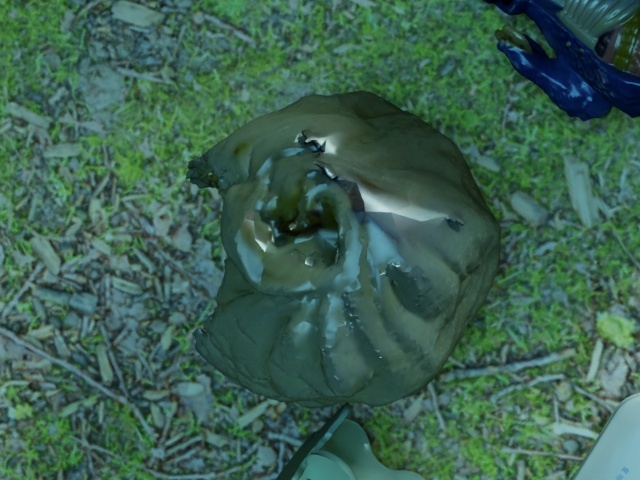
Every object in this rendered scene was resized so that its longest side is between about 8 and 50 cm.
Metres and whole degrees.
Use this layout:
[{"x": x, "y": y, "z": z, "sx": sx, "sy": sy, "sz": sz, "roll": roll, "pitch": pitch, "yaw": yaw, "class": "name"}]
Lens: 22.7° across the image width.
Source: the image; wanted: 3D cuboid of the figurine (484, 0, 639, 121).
[{"x": 0.242, "y": -0.177, "z": 1.303, "sx": 0.262, "sy": 0.120, "sz": 0.164, "roll": 40, "pitch": 139, "yaw": 16, "class": "figurine"}]

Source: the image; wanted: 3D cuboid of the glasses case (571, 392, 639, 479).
[{"x": 0.244, "y": 0.237, "z": 1.349, "sx": 0.092, "sy": 0.059, "sz": 0.233, "roll": 32, "pitch": 101, "yaw": 8, "class": "glasses case"}]

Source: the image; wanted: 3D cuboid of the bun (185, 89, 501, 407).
[{"x": 0.015, "y": 0.003, "z": 1.296, "sx": 0.281, "sy": 0.205, "sz": 0.282, "roll": -1, "pitch": 80, "yaw": 6, "class": "bun"}]

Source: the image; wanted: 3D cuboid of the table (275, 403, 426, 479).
[{"x": 0.047, "y": 0.262, "z": 1.356, "sx": 0.198, "sy": 0.166, "sz": 0.166, "roll": 39, "pitch": 101, "yaw": 0, "class": "table"}]
